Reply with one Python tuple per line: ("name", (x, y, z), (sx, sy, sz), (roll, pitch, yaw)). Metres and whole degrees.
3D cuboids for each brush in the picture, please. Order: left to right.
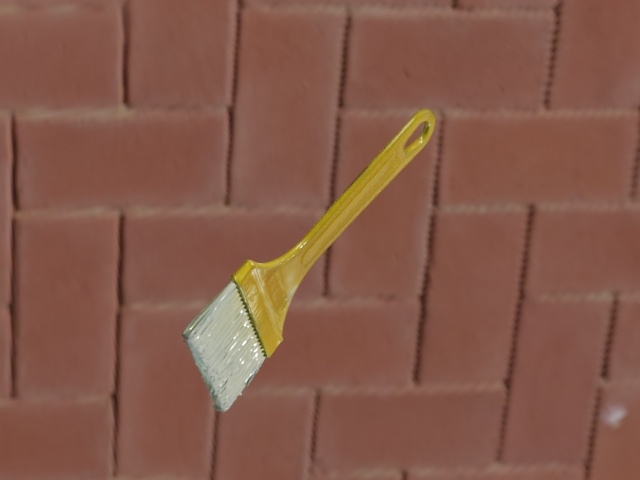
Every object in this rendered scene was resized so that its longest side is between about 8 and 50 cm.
("brush", (0.000, 0.000, 1.062), (0.205, 0.011, 0.083), (-49, 150, -19))
